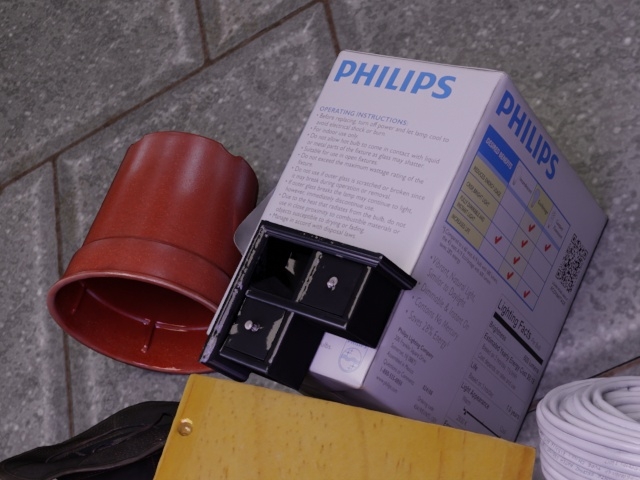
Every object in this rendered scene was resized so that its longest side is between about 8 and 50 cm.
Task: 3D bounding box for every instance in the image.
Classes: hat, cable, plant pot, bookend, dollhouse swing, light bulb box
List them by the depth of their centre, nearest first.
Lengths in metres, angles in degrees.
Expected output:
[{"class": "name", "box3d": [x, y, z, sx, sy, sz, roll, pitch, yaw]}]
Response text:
[{"class": "cable", "box3d": [0.326, 0.193, 1.165, 0.257, 0.257, 0.089, 5, 100, 5]}, {"class": "bookend", "box3d": [-0.014, 0.078, 1.219, 0.156, 0.072, 0.157, 17, 78, 38]}, {"class": "dollhouse swing", "box3d": [0.023, 0.313, 1.292, 0.346, 0.305, 0.315, 11, 57, 9]}, {"class": "light bulb box", "box3d": [0.116, 0.033, 1.437, 0.225, 0.358, 0.361, 15, 74, 37]}, {"class": "hat", "box3d": [-0.255, 0.311, 1.658, 0.331, 0.331, 0.134, -15, 95, 28]}, {"class": "plant pot", "box3d": [-0.212, 0.009, 1.767, 0.272, 0.272, 0.265, -9, 52, 31]}]

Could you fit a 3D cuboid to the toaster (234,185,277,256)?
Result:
[{"class": "toaster", "box3d": [0.000, 0.000, 1.665, 0.186, 0.168, 0.110, -47, 47, 4]}]
